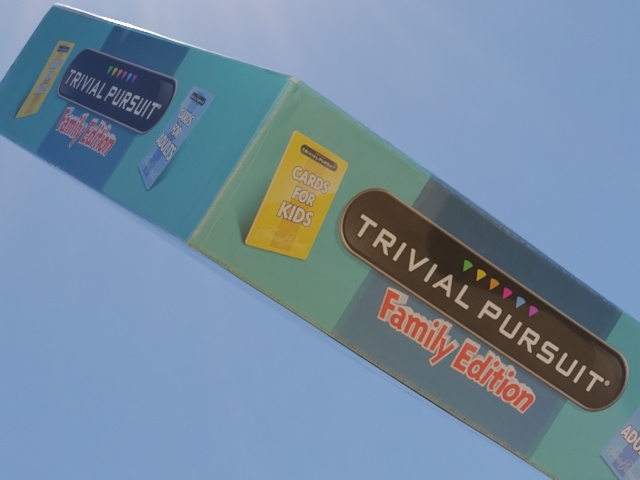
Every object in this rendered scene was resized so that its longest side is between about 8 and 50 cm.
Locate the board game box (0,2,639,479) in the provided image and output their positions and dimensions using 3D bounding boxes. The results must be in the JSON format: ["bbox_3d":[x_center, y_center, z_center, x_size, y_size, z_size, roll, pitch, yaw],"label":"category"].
[{"bbox_3d":[0.000,0.000,0.900,0.254,0.336,0.079,34,-94,-26],"label":"board game box"}]
